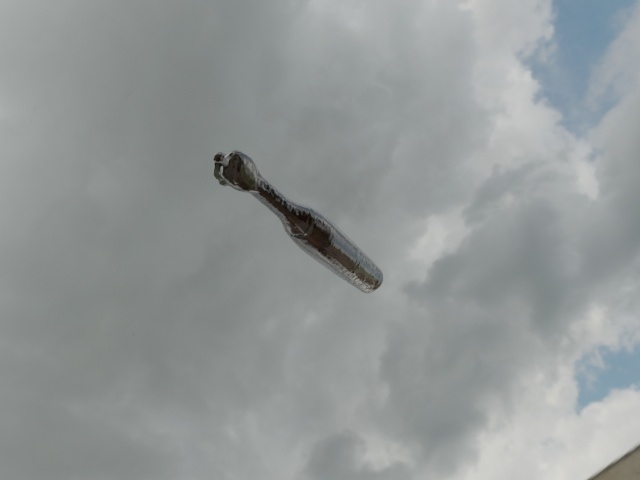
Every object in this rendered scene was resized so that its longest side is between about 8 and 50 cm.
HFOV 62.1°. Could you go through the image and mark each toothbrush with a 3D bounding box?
[{"bbox_3d":[0.001,0.000,0.507,0.041,0.041,0.364,-42,-25,5],"label":"toothbrush"}]
